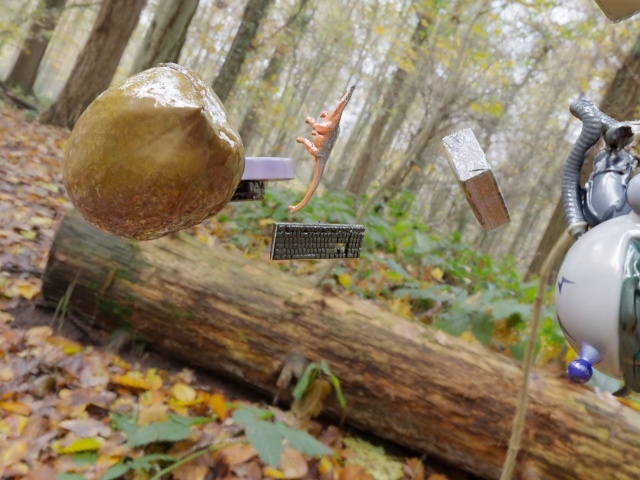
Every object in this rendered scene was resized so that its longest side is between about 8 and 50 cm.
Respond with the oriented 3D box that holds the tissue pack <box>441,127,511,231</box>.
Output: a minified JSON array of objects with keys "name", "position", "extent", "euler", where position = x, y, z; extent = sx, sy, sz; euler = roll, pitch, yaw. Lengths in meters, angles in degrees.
[{"name":"tissue pack","position":[0.261,-0.100,1.153],"extent":[0.148,0.060,0.109],"euler":[52,19,-46]}]

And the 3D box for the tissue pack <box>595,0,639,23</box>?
[{"name":"tissue pack","position":[0.639,-0.725,1.426],"extent":[0.405,0.332,0.205],"euler":[45,-6,-14]}]

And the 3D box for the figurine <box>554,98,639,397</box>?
[{"name":"figurine","position":[0.383,0.014,0.817],"extent":[0.186,0.382,0.261],"euler":[-16,-54,37]}]

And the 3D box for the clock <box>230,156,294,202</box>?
[{"name":"clock","position":[-0.140,-0.087,1.029],"extent":[0.197,0.064,0.172],"euler":[-4,3,6]}]

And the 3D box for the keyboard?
[{"name":"keyboard","position":[0.000,0.000,1.734],"extent":[0.027,0.106,0.316],"euler":[15,11,43]}]

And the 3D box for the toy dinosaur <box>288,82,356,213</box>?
[{"name":"toy dinosaur","position":[-0.006,-0.187,1.371],"extent":[0.055,0.280,0.101],"euler":[8,28,-40]}]

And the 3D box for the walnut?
[{"name":"walnut","position":[-0.195,-0.098,0.830],"extent":[0.203,0.203,0.297],"euler":[23,-19,-27]}]
